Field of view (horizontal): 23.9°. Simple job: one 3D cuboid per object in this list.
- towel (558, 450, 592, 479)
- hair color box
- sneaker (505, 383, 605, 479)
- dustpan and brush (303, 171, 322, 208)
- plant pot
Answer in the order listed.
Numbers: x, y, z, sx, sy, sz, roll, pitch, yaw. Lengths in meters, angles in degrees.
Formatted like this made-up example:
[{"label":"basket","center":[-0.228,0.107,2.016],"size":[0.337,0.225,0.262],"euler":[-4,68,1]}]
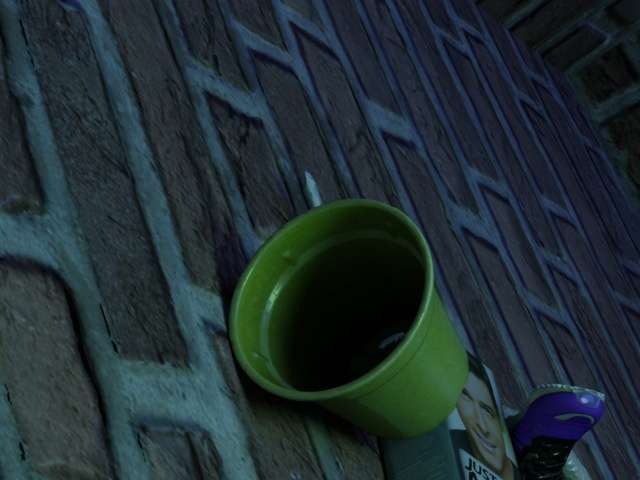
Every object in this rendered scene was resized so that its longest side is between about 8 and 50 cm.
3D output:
[{"label":"towel","center":[0.397,0.382,2.365],"size":[0.187,0.049,0.282],"euler":[53,-3,-3]},{"label":"hair color box","center":[0.181,0.304,2.082],"size":[0.185,0.113,0.374],"euler":[40,27,-37]},{"label":"sneaker","center":[0.318,0.311,2.169],"size":[0.102,0.293,0.146],"euler":[15,59,-17]},{"label":"dustpan and brush","center":[0.000,0.000,2.203],"size":[0.147,0.060,0.211],"euler":[15,45,-58]},{"label":"plant pot","center":[0.063,0.127,1.941],"size":[0.254,0.276,0.276],"euler":[47,21,-50]}]
